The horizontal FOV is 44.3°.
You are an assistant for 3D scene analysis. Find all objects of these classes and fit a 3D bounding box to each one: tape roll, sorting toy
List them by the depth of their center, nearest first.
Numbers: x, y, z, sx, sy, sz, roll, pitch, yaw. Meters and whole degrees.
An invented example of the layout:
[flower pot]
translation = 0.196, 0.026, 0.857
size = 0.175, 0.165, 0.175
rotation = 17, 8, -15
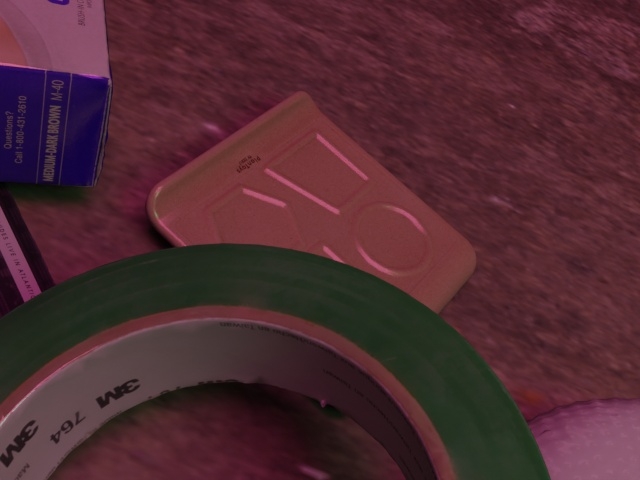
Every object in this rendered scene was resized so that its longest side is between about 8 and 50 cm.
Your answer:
[tape roll]
translation = -0.055, 0.150, 0.367
size = 0.322, 0.077, 0.321
rotation = -2, 54, 2
[sorting toy]
translation = 0.000, 0.000, 0.599
size = 0.208, 0.038, 0.193
rotation = 45, 51, 4

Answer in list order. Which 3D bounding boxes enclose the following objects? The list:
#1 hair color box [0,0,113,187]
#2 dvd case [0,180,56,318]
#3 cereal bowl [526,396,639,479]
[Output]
[hair color box]
translation = -0.313, -0.143, 0.497
size = 0.339, 0.110, 0.185
rotation = 1, 50, -21
[dvd case]
translation = -0.280, 0.027, 0.462
size = 0.221, 0.018, 0.164
rotation = -19, 66, -33
[cereal bowl]
translation = 0.231, 0.228, 0.443
size = 0.339, 0.141, 0.338
rotation = 16, 43, -15
